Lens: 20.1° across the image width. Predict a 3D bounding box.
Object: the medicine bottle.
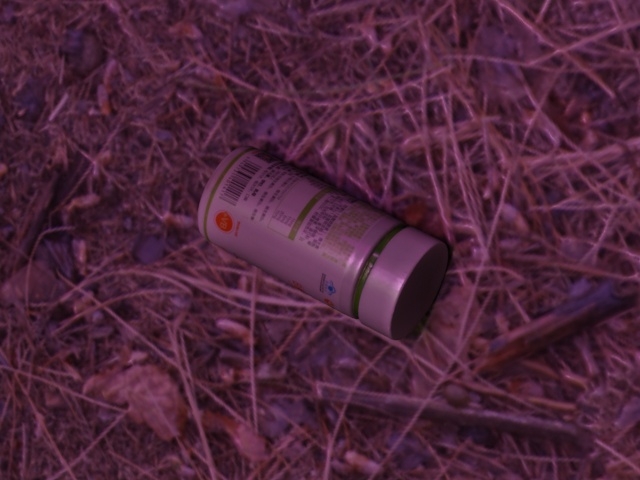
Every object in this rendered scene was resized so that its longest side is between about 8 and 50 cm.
[{"bbox_3d":[0.000,0.000,1.401,0.183,0.086,0.086,28,112,22],"label":"medicine bottle"}]
